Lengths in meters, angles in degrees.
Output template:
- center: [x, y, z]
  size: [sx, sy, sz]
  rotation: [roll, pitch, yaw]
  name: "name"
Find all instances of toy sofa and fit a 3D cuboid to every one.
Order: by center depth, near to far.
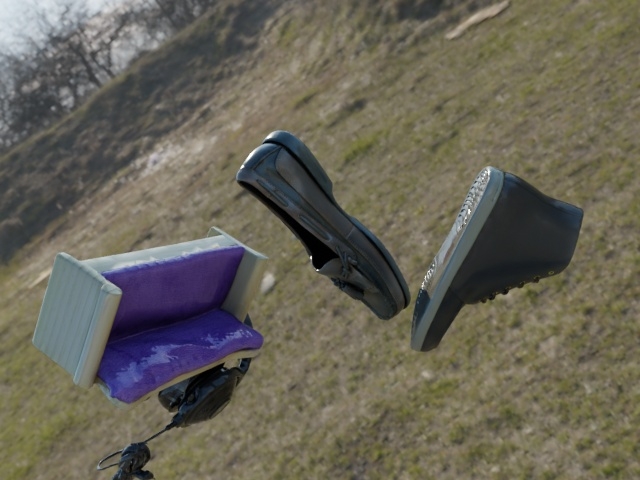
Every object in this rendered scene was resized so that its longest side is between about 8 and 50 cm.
- center: [-0.215, 0.097, 1.165]
  size: [0.362, 0.177, 0.150]
  rotation: [-13, -51, -59]
  name: "toy sofa"

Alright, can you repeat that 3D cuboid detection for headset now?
- center: [-0.242, 0.204, 1.261]
  size: [0.185, 0.243, 0.394]
  rotation: [120, 170, -50]
  name: "headset"

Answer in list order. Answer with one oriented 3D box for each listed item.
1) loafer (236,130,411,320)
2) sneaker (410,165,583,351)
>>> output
- center: [0.000, 0.000, 0.935]
  size: [0.084, 0.267, 0.096]
  rotation: [-45, 15, -28]
  name: "loafer"
- center: [0.181, 0.043, 0.838]
  size: [0.083, 0.118, 0.222]
  rotation: [-76, 9, -65]
  name: "sneaker"
